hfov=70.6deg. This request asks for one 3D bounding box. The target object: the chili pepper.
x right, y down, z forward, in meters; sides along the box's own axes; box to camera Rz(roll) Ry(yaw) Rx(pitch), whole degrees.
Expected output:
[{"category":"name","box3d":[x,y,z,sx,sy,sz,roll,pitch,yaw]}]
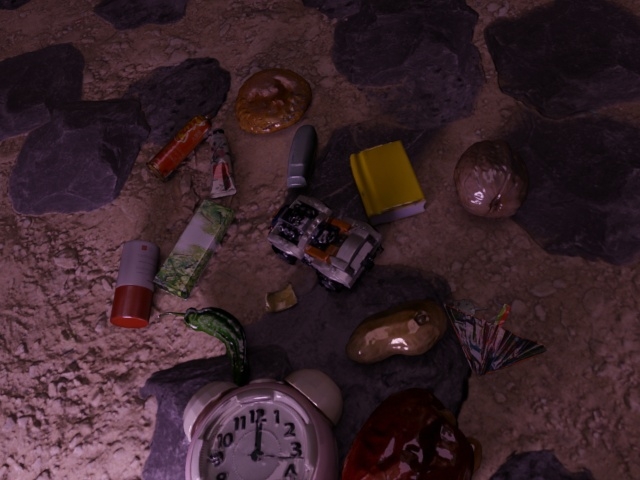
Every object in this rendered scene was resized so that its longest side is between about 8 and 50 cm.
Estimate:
[{"category":"chili pepper","box3d":[-0.257,0.228,1.098,0.278,0.065,0.122,34,69,21]}]

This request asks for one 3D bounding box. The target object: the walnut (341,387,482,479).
[{"category":"walnut","box3d":[0.165,0.428,0.846,0.269,0.244,0.221,-41,24,-4]}]

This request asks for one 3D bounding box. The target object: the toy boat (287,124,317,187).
[{"category":"toy boat","box3d":[-0.050,-0.248,1.313,0.078,0.085,0.261,-1,51,11]}]

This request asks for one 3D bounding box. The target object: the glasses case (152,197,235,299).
[{"category":"glasses case","box3d":[-0.337,0.021,1.227,0.095,0.062,0.272,22,69,12]}]

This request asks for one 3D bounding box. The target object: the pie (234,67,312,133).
[{"category":"pie","box3d":[-0.151,-0.444,1.437,0.273,0.069,0.274,-3,66,8]}]

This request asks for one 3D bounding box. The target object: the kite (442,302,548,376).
[{"category":"kite","box3d":[0.375,0.214,1.009,0.241,0.014,0.183,27,71,22]}]

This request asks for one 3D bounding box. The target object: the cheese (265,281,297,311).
[{"category":"cheese","box3d":[-0.104,0.146,1.126,0.083,0.041,0.060,-16,67,-16]}]

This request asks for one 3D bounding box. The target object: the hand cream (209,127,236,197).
[{"category":"hand cream","box3d":[-0.303,-0.236,1.371,0.080,0.050,0.234,-10,67,1]}]

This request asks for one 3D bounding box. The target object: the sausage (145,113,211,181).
[{"category":"sausage","box3d":[-0.429,-0.303,1.414,0.083,0.083,0.264,28,70,23]}]

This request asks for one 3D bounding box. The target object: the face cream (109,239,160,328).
[{"category":"face cream","box3d":[-0.485,0.114,1.186,0.095,0.096,0.214,-6,62,8]}]

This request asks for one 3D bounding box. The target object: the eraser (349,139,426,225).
[{"category":"eraser","box3d":[0.176,-0.156,1.217,0.157,0.069,0.226,-15,60,0]}]

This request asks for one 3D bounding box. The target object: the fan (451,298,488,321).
[{"category":"fan","box3d":[0.348,0.162,1.050,0.083,0.004,0.056,-4,62,8]}]

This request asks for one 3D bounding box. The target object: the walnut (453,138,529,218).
[{"category":"walnut","box3d":[0.422,-0.161,1.122,0.177,0.178,0.231,7,52,15]}]

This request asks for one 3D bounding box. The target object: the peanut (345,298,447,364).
[{"category":"peanut","box3d":[0.167,0.208,1.001,0.236,0.110,0.120,-22,69,1]}]

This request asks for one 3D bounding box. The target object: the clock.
[{"category":"clock","box3d":[-0.113,0.431,0.903,0.341,0.184,0.326,-7,57,1]}]

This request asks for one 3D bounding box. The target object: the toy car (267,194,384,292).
[{"category":"toy car","box3d":[-0.001,-0.001,1.145,0.301,0.118,0.193,30,74,25]}]
